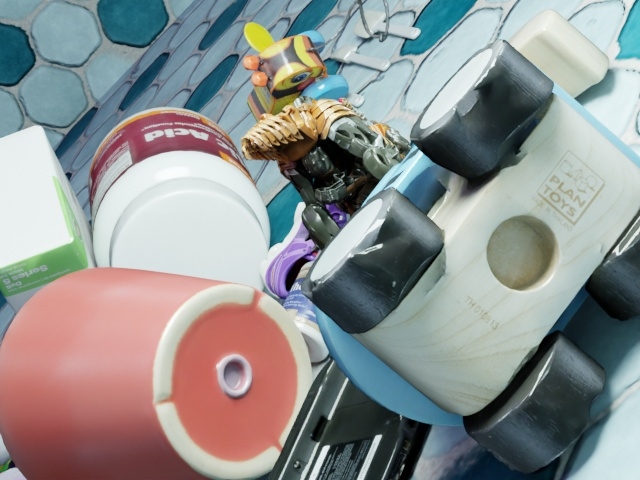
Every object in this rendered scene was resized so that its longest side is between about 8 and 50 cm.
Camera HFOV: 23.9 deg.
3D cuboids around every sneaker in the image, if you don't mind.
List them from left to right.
[{"bbox_3d":[0.000,0.000,1.766,0.170,0.068,0.071,-58,33,5],"label":"sneaker"}]

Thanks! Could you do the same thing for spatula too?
[{"bbox_3d":[0.058,-0.253,2.154,0.168,0.019,0.242,-50,22,-2],"label":"spatula"}]

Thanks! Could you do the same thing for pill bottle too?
[{"bbox_3d":[-0.185,-0.028,1.960,0.224,0.224,0.392,-48,19,6],"label":"pill bottle"},{"bbox_3d":[-0.001,0.064,1.610,0.067,0.067,0.120,-25,32,52],"label":"pill bottle"}]

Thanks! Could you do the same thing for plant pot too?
[{"bbox_3d":[-0.156,0.148,1.550,0.243,0.275,0.275,-10,43,50],"label":"plant pot"}]

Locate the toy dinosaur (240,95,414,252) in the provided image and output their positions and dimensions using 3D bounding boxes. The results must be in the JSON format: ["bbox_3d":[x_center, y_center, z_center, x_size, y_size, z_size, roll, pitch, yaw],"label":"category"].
[{"bbox_3d":[0.016,-0.068,1.566,0.322,0.218,0.164,-12,-31,-42],"label":"toy dinosaur"}]

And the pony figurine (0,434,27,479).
[{"bbox_3d":[-0.414,0.251,1.878,0.351,0.363,0.303,-24,21,23],"label":"pony figurine"}]

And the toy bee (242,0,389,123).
[{"bbox_3d":[-0.048,-0.233,2.046,0.162,0.195,0.298,-17,-38,-31],"label":"toy bee"}]

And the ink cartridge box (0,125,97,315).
[{"bbox_3d":[-0.350,0.019,1.947,0.115,0.273,0.198,-20,55,-3],"label":"ink cartridge box"}]

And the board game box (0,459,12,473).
[{"bbox_3d":[-0.475,0.394,2.111,0.181,0.043,0.092,-50,19,2],"label":"board game box"}]

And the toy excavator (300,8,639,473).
[{"bbox_3d":[0.146,-0.046,1.311,0.433,0.222,0.445,-52,10,-9],"label":"toy excavator"}]

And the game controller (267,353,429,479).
[{"bbox_3d":[0.016,0.211,1.338,0.166,0.067,0.319,-10,42,41],"label":"game controller"}]
